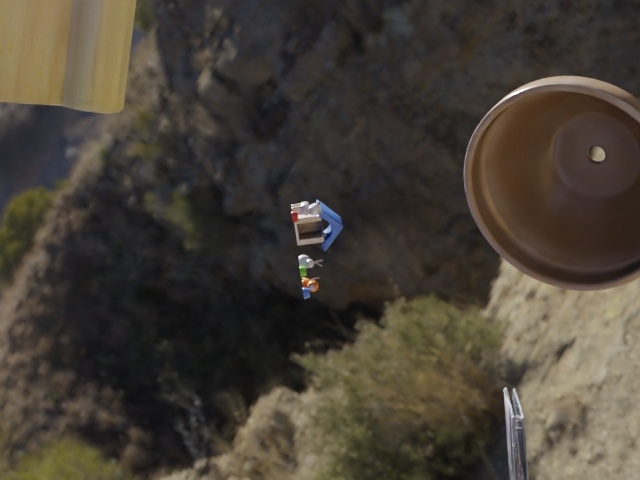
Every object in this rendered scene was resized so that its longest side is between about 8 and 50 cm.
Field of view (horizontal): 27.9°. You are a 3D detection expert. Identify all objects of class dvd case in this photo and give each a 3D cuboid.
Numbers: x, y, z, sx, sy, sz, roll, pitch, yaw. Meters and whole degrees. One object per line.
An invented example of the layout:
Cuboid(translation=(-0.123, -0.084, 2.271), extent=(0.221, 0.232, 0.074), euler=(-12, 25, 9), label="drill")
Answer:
Cuboid(translation=(0.219, 0.260, 1.434), extent=(0.221, 0.018, 0.164), euler=(-11, -83, -83), label="dvd case")

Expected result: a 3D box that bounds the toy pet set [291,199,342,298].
Cuboid(translation=(0.000, 0.000, 1.735), extent=(0.114, 0.065, 0.122), euler=(-97, -1, -71), label="toy pet set")

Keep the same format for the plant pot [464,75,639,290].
Cuboid(translation=(0.283, -0.074, 1.381), extent=(0.237, 0.237, 0.110), euler=(-52, -5, 40), label="plant pot")

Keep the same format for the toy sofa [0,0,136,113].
Cuboid(translation=(-0.185, -0.177, 0.651), extent=(0.362, 0.177, 0.150), euler=(31, 116, 53), label="toy sofa")
